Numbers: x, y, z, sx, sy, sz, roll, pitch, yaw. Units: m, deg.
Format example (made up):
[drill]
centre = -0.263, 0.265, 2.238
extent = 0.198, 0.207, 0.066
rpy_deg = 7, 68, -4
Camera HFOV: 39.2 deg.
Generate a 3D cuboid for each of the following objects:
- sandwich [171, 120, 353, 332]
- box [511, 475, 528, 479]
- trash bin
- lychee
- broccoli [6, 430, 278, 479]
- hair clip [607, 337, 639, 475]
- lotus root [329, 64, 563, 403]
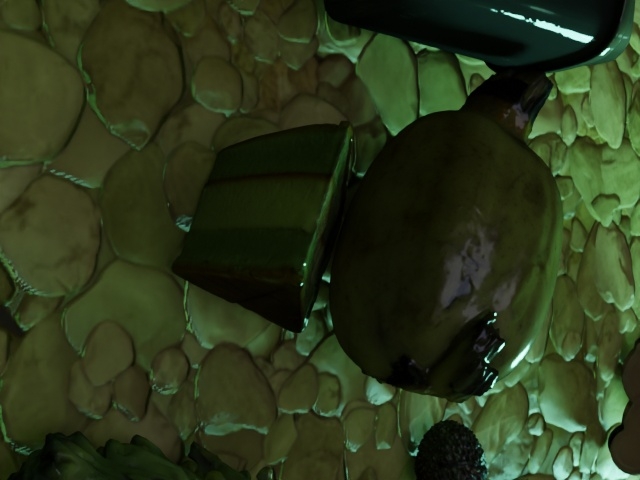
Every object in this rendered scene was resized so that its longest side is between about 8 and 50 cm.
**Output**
[sandwich]
centre = 0.000, 0.000, 0.651
extent = 0.144, 0.187, 0.117
rpy_deg = 26, 76, -31
[box]
centre = 0.185, 0.276, 0.919
extent = 0.083, 0.012, 0.046
rpy_deg = -11, 97, -38
[trash bin]
centre = 0.152, -0.258, 0.773
extent = 0.290, 0.182, 0.210
rpy_deg = 2, 92, -34
[lychee]
centre = 0.120, 0.207, 0.827
extent = 0.067, 0.068, 0.083
rpy_deg = -5, 74, 1
[broccoli]
centre = -0.054, 0.231, 0.572
extent = 0.288, 0.245, 0.248
rpy_deg = 29, 45, -34
[hair clip]
centre = 0.393, 0.191, 1.032
extent = 0.102, 0.123, 0.138
rpy_deg = -41, 125, -63
[lotus root]
centre = 0.117, -0.018, 0.753
extent = 0.182, 0.182, 0.310
rpy_deg = 31, 71, -36
